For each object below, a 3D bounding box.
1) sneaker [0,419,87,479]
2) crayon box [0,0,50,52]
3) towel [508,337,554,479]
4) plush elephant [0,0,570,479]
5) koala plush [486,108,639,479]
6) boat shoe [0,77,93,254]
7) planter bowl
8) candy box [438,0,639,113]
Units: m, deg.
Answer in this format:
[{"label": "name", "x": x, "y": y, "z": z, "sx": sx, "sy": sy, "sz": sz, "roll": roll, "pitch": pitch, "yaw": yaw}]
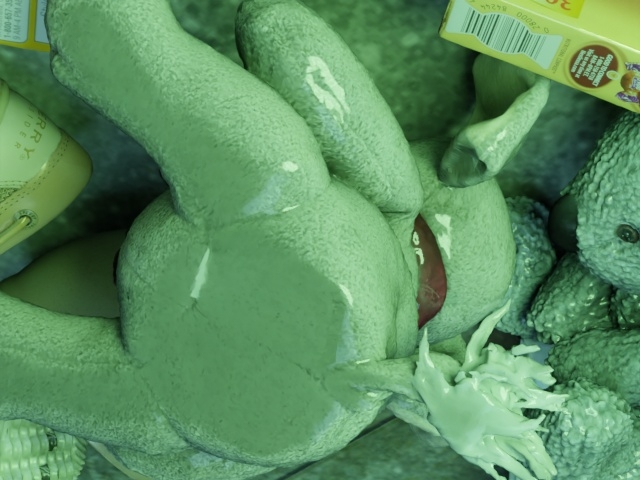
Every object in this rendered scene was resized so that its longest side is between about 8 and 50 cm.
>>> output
[{"label": "sneaker", "x": -0.276, "y": 0.134, "z": 1.032, "sx": 0.146, "sy": 0.102, "sz": 0.293, "roll": -3, "pitch": 174, "yaw": 19}, {"label": "crayon box", "x": -0.264, "y": -0.214, "z": 0.769, "sx": 0.323, "sy": 0.083, "sz": 0.203, "roll": 8, "pitch": 135, "yaw": -6}, {"label": "towel", "x": 0.311, "y": 0.161, "z": 1.107, "sx": 0.375, "sy": 0.090, "sz": 0.320, "roll": 0, "pitch": 136, "yaw": 3}, {"label": "plush elephant", "x": 0.000, "y": 0.000, "z": 0.862, "sx": 0.330, "sy": 0.255, "sz": 0.271, "roll": 23, "pitch": 110, "yaw": 12}, {"label": "koala plush", "x": 0.197, "y": -0.002, "z": 0.893, "sx": 0.203, "sy": 0.196, "sz": 0.221, "roll": -7, "pitch": 135, "yaw": -6}, {"label": "boat shoe", "x": -0.278, "y": 0.027, "z": 0.986, "sx": 0.110, "sy": 0.121, "sz": 0.341, "roll": 36, "pitch": 126, "yaw": -28}, {"label": "planter bowl", "x": -0.108, "y": 0.055, "z": 0.995, "sx": 0.109, "sy": 0.162, "sz": 0.162, "roll": -40, "pitch": 125, "yaw": 4}, {"label": "candy box", "x": 0.163, "y": -0.119, "z": 0.783, "sx": 0.187, "sy": 0.109, "sz": 0.053, "roll": 21, "pitch": 154, "yaw": 3}]
